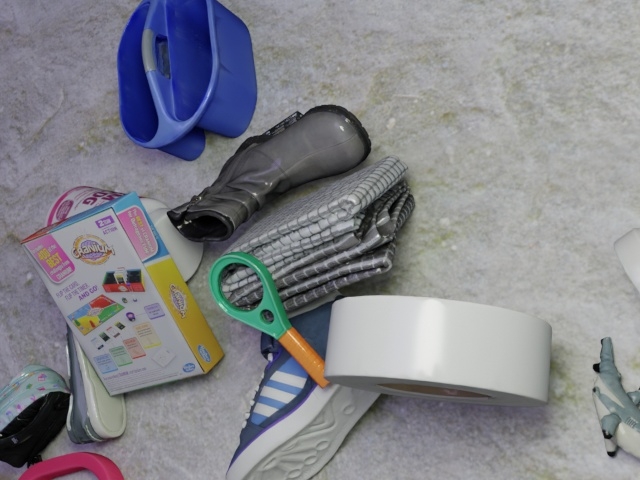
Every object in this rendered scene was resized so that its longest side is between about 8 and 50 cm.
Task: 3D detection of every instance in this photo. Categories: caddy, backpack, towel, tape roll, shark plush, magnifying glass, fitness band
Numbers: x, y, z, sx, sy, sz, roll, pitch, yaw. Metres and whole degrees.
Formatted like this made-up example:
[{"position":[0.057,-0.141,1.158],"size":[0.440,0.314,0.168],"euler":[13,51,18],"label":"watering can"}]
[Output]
[{"position":[-0.259,-0.314,1.777],"size":[0.241,0.179,0.341],"euler":[-25,61,30],"label":"caddy"},{"position":[-0.544,0.322,1.799],"size":[0.182,0.152,0.115],"euler":[-46,61,0],"label":"backpack"},{"position":[0.000,0.000,1.435],"size":[0.283,0.235,0.121],"euler":[-25,100,26],"label":"towel"},{"position":[0.149,0.145,1.232],"size":[0.286,0.286,0.100],"euler":[-4,73,37],"label":"tape roll"},{"position":[0.376,0.200,1.208],"size":[0.067,0.073,0.161],"euler":[-14,43,12],"label":"shark plush"},{"position":[-0.066,0.111,1.345],"size":[0.231,0.026,0.092],"euler":[46,118,4],"label":"magnifying glass"},{"position":[-0.459,0.491,1.734],"size":[0.291,0.054,0.209],"euler":[-20,60,30],"label":"fitness band"}]

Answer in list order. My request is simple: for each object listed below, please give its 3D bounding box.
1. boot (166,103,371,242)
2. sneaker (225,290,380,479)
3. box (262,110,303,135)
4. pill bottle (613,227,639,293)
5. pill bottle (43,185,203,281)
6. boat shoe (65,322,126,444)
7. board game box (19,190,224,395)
[{"position":[-0.083,-0.085,1.515],"size":[0.338,0.118,0.223],"euler":[-18,24,53],"label":"boot"},{"position":[-0.053,0.214,1.477],"size":[0.323,0.130,0.236],"euler":[-49,44,18],"label":"sneaker"},{"position":[-0.059,-0.175,1.677],"size":[0.083,0.018,0.067],"euler":[-31,58,26],"label":"box"},{"position":[0.490,-0.021,1.105],"size":[0.278,0.162,0.162],"euler":[-37,55,22],"label":"pill bottle"},{"position":[-0.355,-0.005,1.754],"size":[0.283,0.160,0.160],"euler":[11,81,39],"label":"pill bottle"},{"position":[-0.433,0.215,1.767],"size":[0.099,0.116,0.319],"euler":[-25,65,24],"label":"boat shoe"},{"position":[-0.334,0.098,1.633],"size":[0.242,0.064,0.316],"euler":[-17,107,34],"label":"board game box"}]
